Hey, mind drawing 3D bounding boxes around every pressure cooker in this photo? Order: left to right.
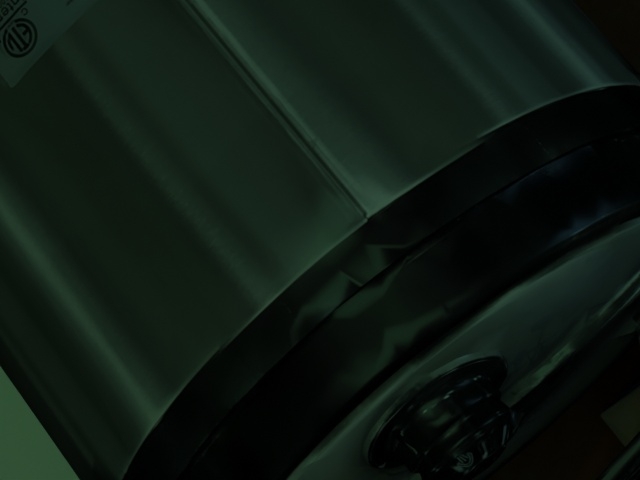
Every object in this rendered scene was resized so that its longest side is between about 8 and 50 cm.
[{"bbox_3d":[-0.003,0.000,0.981,0.420,0.375,0.370,50,138,19],"label":"pressure cooker"}]

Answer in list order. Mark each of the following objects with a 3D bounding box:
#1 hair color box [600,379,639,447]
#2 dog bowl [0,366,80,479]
[{"bbox_3d":[0.325,0.180,1.032,0.110,0.185,0.339,-32,79,-23],"label":"hair color box"},{"bbox_3d":[-0.194,0.181,1.162,0.265,0.104,0.265,-1,85,8],"label":"dog bowl"}]
